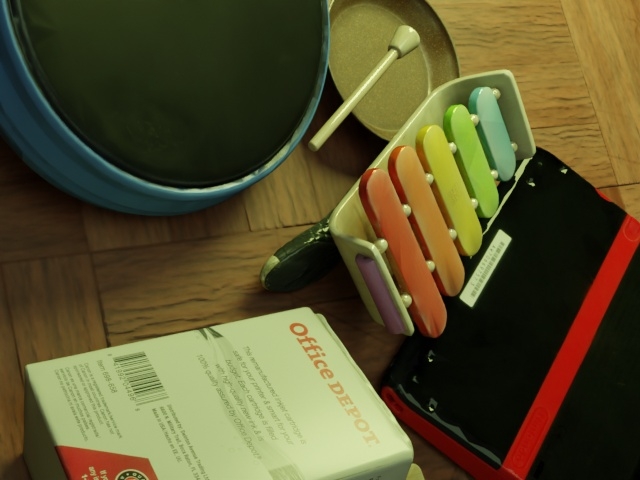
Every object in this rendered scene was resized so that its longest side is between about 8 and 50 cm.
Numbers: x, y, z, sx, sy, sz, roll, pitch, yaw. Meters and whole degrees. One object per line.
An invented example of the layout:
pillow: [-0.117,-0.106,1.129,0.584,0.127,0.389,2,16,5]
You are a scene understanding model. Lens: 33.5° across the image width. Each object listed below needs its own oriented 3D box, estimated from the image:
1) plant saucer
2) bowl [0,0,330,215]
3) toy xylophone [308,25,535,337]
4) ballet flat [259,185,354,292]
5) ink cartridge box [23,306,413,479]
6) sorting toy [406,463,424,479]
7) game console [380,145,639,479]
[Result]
plant saucer: [0.074,-0.195,1.179,0.198,0.036,0.199,11,71,-36]
bowl: [-0.146,-0.219,0.994,0.391,0.077,0.391,3,86,-42]
toy xylophone: [0.102,-0.067,1.085,0.323,0.081,0.236,-58,134,-29]
ballet flat: [0.000,0.000,1.095,0.049,0.058,0.173,31,51,33]
ink cartridge box: [-0.089,0.179,0.895,0.272,0.114,0.197,-10,42,-27]
sorting toy: [0.030,0.353,0.955,0.257,0.089,0.256,-11,78,-28]
game console: [0.280,0.122,1.183,0.342,0.060,0.387,37,60,-4]
